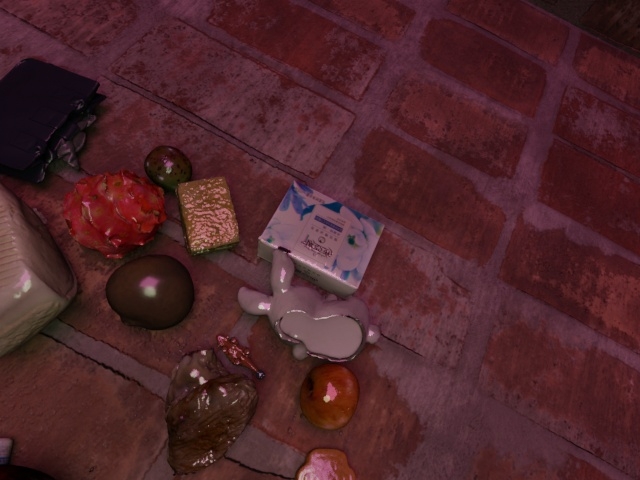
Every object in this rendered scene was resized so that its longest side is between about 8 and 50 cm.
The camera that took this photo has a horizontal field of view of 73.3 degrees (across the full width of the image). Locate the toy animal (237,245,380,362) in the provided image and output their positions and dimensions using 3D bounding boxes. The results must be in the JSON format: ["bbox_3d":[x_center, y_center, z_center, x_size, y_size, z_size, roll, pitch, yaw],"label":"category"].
[{"bbox_3d":[-0.024,0.172,1.016,0.325,0.154,0.208,41,92,-6],"label":"toy animal"}]

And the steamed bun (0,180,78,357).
[{"bbox_3d":[-0.677,0.054,0.901,0.247,0.236,0.383,-37,71,-14],"label":"steamed bun"}]

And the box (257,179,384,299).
[{"bbox_3d":[0.001,-0.001,1.129,0.274,0.116,0.203,27,64,1],"label":"box"}]

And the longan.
[{"bbox_3d":[-0.380,0.115,0.972,0.189,0.189,0.189,5,65,-10],"label":"longan"}]

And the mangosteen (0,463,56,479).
[{"bbox_3d":[-0.579,0.519,0.676,0.359,0.306,0.306,2,65,6],"label":"mangosteen"}]

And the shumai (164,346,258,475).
[{"bbox_3d":[-0.238,0.346,0.928,0.184,0.218,0.185,7,22,-21],"label":"shumai"}]

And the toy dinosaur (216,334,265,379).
[{"bbox_3d":[-0.189,0.268,0.999,0.154,0.055,0.049,38,61,15],"label":"toy dinosaur"}]

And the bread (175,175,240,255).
[{"bbox_3d":[-0.289,-0.057,1.102,0.138,0.102,0.196,-14,72,-15],"label":"bread"}]

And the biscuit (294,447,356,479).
[{"bbox_3d":[0.003,0.614,0.889,0.202,0.047,0.334,10,64,-7],"label":"biscuit"}]

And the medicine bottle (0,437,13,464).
[{"bbox_3d":[-0.635,0.432,0.832,0.052,0.052,0.089,3,66,-11],"label":"medicine bottle"}]

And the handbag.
[{"bbox_3d":[-0.727,-0.304,1.114,0.269,0.118,0.326,20,64,5],"label":"handbag"}]

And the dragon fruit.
[{"bbox_3d":[-0.497,-0.060,1.011,0.268,0.205,0.210,-2,80,26],"label":"dragon fruit"}]

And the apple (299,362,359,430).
[{"bbox_3d":[0.016,0.345,0.963,0.146,0.146,0.146,5,65,-10],"label":"apple"}]

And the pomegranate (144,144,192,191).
[{"bbox_3d":[-0.403,-0.185,1.127,0.130,0.130,0.130,5,65,-10],"label":"pomegranate"}]
